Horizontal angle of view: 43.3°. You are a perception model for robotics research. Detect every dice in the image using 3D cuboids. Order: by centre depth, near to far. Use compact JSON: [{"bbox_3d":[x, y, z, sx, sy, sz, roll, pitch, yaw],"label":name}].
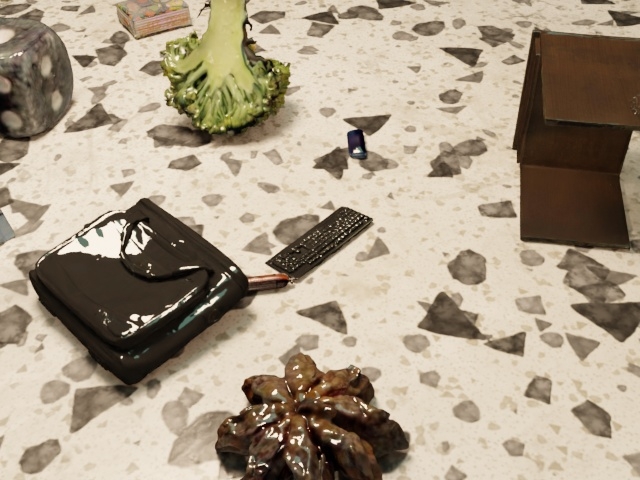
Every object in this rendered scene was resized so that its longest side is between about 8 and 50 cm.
[{"bbox_3d":[-0.602,-0.318,1.570,0.182,0.183,0.181,10,44,12],"label":"dice"}]

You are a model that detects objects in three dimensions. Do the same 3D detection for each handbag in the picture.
[{"bbox_3d":[-0.271,0.058,1.192,0.244,0.088,0.275,-37,51,-26],"label":"handbag"}]

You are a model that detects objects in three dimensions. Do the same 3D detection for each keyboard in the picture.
[{"bbox_3d":[0.000,-0.001,1.328,0.074,0.015,0.196,30,49,31],"label":"keyboard"}]

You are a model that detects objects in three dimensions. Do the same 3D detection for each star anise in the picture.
[{"bbox_3d":[-0.011,0.228,1.000,0.236,0.109,0.223,11,38,16],"label":"star anise"}]

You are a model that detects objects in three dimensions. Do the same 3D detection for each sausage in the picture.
[{"bbox_3d":[-0.139,0.069,1.241,0.198,0.025,0.028,-4,9,-6],"label":"sausage"}]

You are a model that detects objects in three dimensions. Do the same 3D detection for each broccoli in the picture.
[{"bbox_3d":[-0.176,-0.341,1.574,0.242,0.273,0.180,5,8,3],"label":"broccoli"}]

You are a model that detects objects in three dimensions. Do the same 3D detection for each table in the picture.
[{"bbox_3d":[0.434,-0.170,1.346,0.196,0.251,0.282,7,42,7],"label":"table"}]

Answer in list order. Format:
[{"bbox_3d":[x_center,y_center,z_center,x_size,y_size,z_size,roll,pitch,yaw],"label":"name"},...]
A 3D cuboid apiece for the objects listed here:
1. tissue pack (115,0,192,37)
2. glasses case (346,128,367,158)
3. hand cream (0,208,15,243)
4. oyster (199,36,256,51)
[{"bbox_3d":[-0.396,-0.540,1.916,0.148,0.060,0.108,-22,44,-25],"label":"tissue pack"},{"bbox_3d":[0.068,-0.187,1.535,0.033,0.023,0.083,-1,41,-3],"label":"glasses case"},{"bbox_3d":[-0.603,0.033,1.248,0.058,0.091,0.271,10,42,42],"label":"hand cream"},{"bbox_3d":[-0.208,-0.431,1.797,0.148,0.051,0.103,13,43,37],"label":"oyster"}]
